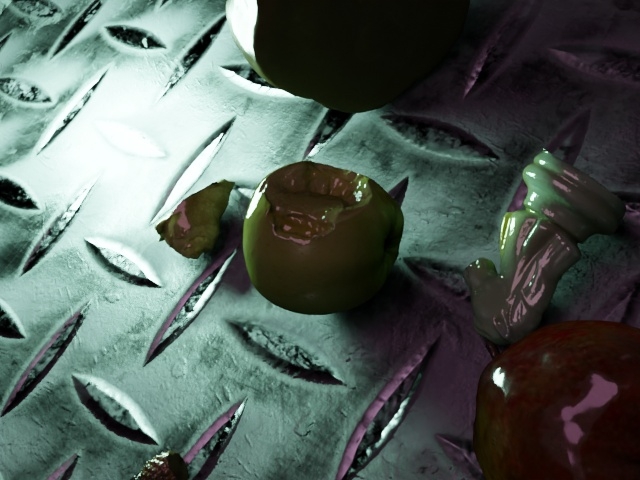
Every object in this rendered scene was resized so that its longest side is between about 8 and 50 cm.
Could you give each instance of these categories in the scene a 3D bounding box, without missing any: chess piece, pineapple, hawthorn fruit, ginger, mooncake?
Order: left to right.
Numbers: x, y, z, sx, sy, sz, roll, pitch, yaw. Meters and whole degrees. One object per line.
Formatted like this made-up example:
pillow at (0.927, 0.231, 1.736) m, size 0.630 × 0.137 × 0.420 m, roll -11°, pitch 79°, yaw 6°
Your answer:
pineapple at (-0.301, 0.419, 1.722) m, size 0.159 × 0.074 × 0.074 m, roll -34°, pitch 46°, yaw 17°
ginger at (-0.226, -0.043, 2.009) m, size 0.193 × 0.115 × 0.122 m, roll -41°, pitch 67°, yaw -12°
mooncake at (0.045, -0.486, 1.931) m, size 0.467 × 0.467 × 0.262 m, roll -37°, pitch 41°, yaw 2°
chess piece at (0.331, 0.023, 1.591) m, size 0.176 × 0.176 × 0.298 m, roll 36°, pitch 93°, yaw 43°
hawthorn fruit at (0.335, 0.250, 1.307) m, size 0.325 × 0.308 × 0.308 m, roll -8°, pitch 53°, yaw 38°

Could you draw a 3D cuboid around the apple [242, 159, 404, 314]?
apple at (0.000, 0.000, 1.724) m, size 0.279 × 0.279 × 0.279 m, roll -16°, pitch 50°, yaw 21°
